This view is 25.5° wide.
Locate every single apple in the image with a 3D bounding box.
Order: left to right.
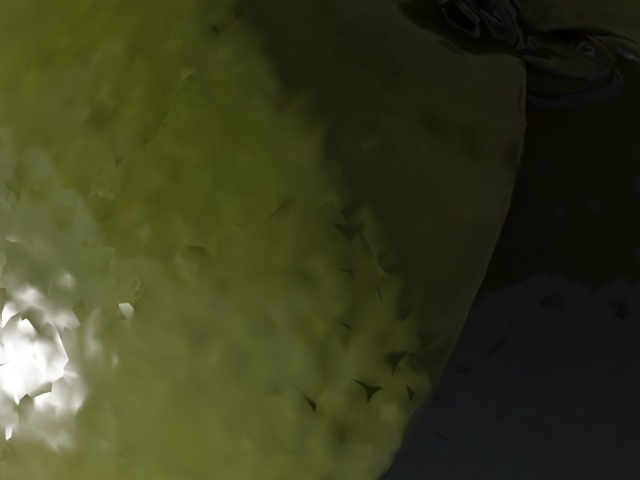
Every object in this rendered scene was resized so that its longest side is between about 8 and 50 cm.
[{"bbox_3d":[0.000,0.000,0.444,0.292,0.254,0.292,16,-129,-20],"label":"apple"}]
